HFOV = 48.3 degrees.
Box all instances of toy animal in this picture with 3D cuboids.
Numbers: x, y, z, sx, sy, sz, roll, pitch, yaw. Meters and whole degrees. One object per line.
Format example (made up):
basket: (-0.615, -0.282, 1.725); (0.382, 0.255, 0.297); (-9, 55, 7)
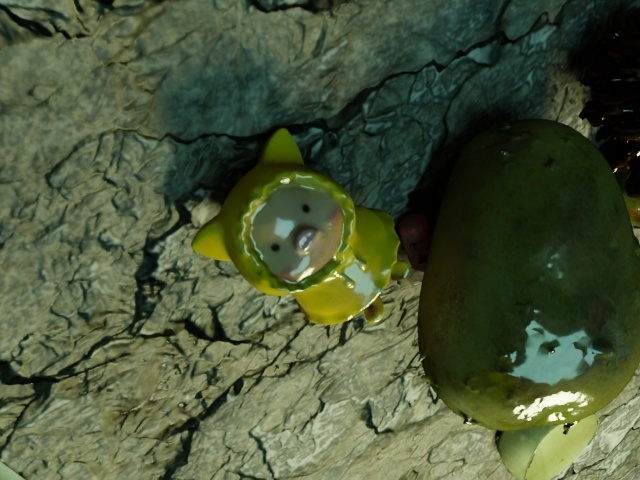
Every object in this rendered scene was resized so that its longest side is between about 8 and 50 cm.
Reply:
toy animal: (-0.003, 0.004, 0.738); (0.230, 0.156, 0.156); (37, 99, -33)

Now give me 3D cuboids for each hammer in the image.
hammer: (0.120, 0.003, 0.874); (0.043, 0.043, 0.083); (-33, 135, -7)

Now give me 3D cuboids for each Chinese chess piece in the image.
Chinese chess piece: (0.408, 0.352, 1.287); (0.189, 0.083, 0.188); (-19, 129, -24)

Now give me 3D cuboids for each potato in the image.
potato: (0.252, 0.043, 0.828); (0.270, 0.219, 0.359); (5, 96, -18)

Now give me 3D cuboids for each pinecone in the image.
pinecone: (0.400, -0.171, 0.816); (0.222, 0.221, 0.221); (-17, 130, -21)

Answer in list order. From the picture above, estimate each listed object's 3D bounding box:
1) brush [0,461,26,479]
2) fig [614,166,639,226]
brush: (-0.337, 0.290, 0.802); (0.030, 0.033, 0.178); (-29, 133, -2)
fig: (0.460, -0.104, 0.953); (0.133, 0.126, 0.184); (27, 106, -22)
